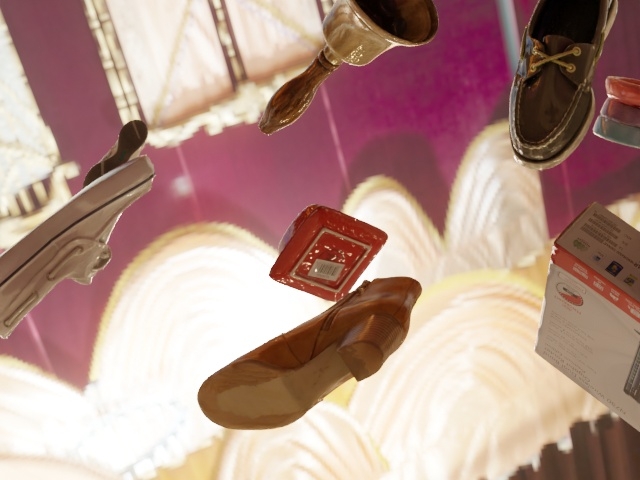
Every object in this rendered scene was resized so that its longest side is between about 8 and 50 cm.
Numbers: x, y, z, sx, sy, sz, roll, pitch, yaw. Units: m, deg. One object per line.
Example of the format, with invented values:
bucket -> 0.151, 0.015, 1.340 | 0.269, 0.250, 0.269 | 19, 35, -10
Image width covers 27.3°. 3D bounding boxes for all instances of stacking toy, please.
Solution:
stacking toy -> 0.578, -0.160, 2.020 | 0.279, 0.131, 0.309 | 20, -164, 33

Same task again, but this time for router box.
router box -> 0.430, 0.145, 1.626 | 0.335, 0.301, 0.082 | 38, -112, 23

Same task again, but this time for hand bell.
hand bell -> 0.006, -0.191, 1.432 | 0.242, 0.126, 0.126 | -43, -171, 41

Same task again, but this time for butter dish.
butter dish -> 0.000, 0.000, 2.158 | 0.160, 0.160, 0.118 | -54, -143, 21

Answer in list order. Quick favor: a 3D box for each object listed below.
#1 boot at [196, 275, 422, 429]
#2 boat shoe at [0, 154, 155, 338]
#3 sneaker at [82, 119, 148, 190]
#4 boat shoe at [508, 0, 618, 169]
boot -> -0.007, 0.146, 1.758 | 0.295, 0.104, 0.211 | -21, -166, 24
boat shoe -> -0.269, 0.008, 1.428 | 0.258, 0.084, 0.095 | -36, -170, 12
sneaker -> -0.324, -0.124, 2.119 | 0.152, 0.053, 0.061 | -52, 179, -3
boat shoe -> 0.298, -0.231, 1.644 | 0.109, 0.091, 0.305 | 9, -118, 24
